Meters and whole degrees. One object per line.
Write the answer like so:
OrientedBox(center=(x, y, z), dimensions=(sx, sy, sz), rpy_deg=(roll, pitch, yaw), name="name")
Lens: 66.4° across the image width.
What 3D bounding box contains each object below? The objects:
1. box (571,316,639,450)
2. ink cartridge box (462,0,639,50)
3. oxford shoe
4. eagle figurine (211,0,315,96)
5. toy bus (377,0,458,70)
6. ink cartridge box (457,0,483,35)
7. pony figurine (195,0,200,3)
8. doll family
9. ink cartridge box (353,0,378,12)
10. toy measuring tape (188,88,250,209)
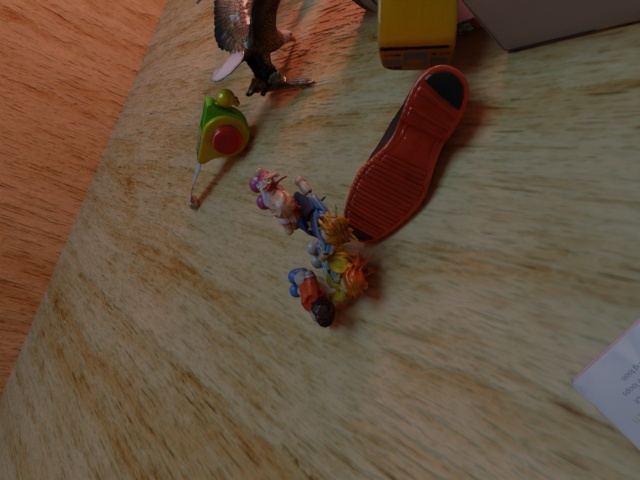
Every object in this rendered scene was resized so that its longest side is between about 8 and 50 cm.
OrientedBox(center=(0.330, 0.115, 0.225), dimensions=(0.322, 0.058, 0.232), rpy_deg=(48, 121, 31), name="box")
OrientedBox(center=(0.318, -0.408, 0.560), dimensions=(0.223, 0.129, 0.308), rpy_deg=(7, 77, 52), name="ink cartridge box")
OrientedBox(center=(0.120, -0.117, 0.702), dimensions=(0.271, 0.096, 0.098), rpy_deg=(-58, 3, 22), name="oxford shoe")
OrientedBox(center=(-0.131, -0.473, 1.064), dimensions=(0.225, 0.226, 0.299), rpy_deg=(-67, -30, -73), name="eagle figurine")
OrientedBox(center=(0.140, -0.422, 0.674), dimensions=(0.108, 0.130, 0.333), rpy_deg=(2, 91, 13), name="toy bus")
OrientedBox(center=(0.229, -0.341, 0.715), dimensions=(0.115, 0.029, 0.063), rpy_deg=(5, 75, 50), name="ink cartridge box")
OrientedBox(center=(-0.169, -0.760, 1.233), dimensions=(0.351, 0.302, 0.364), rpy_deg=(-40, 18, 29), name="pony figurine")
OrientedBox(center=(0.000, 0.000, 0.691), dimensions=(0.118, 0.263, 0.163), rpy_deg=(-26, 23, -12), name="doll family")
OrientedBox(center=(0.138, -0.477, 0.848), dimensions=(0.153, 0.086, 0.208), rpy_deg=(-54, 38, 14), name="ink cartridge box")
OrientedBox(center=(-0.241, -0.209, 1.181), dimensions=(0.121, 0.121, 0.330), rpy_deg=(-113, 34, -44), name="toy measuring tape")
